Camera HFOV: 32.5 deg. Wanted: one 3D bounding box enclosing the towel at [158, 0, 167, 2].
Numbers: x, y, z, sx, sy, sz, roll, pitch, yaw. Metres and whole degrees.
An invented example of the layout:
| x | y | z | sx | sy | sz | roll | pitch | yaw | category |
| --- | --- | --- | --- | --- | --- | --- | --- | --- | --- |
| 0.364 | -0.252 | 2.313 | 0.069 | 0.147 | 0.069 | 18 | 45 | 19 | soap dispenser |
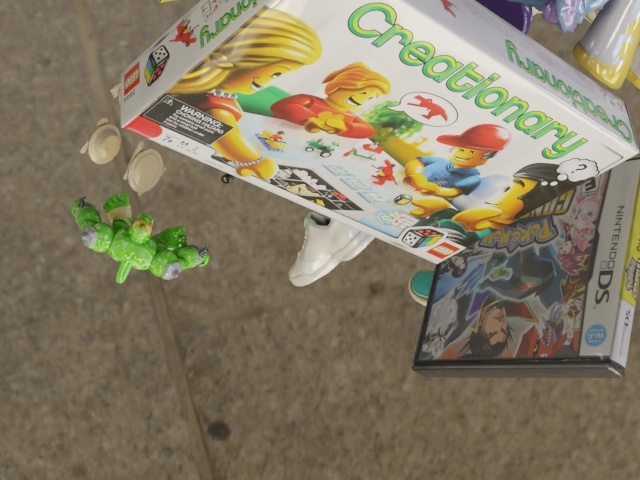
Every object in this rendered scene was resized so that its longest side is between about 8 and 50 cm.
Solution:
| x | y | z | sx | sy | sz | roll | pitch | yaw | category |
| --- | --- | --- | --- | --- | --- | --- | --- | --- | --- |
| -0.100 | -0.302 | 1.200 | 0.237 | 0.021 | 0.102 | -18 | 47 | -38 | towel |

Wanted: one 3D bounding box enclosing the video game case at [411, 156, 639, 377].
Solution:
| x | y | z | sx | sy | sz | roll | pitch | yaw | category |
| --- | --- | --- | --- | --- | --- | --- | --- | --- | --- |
| 0.241 | 0.036 | 1.263 | 0.035 | 0.275 | 0.248 | 31 | 64 | -37 | video game case |

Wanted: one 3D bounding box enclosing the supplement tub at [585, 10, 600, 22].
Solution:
| x | y | z | sx | sy | sz | roll | pitch | yaw | category |
| --- | --- | --- | --- | --- | --- | --- | --- | --- | --- |
| 0.481 | -0.367 | 1.620 | 0.144 | 0.144 | 0.199 | -13 | 28 | -16 | supplement tub |

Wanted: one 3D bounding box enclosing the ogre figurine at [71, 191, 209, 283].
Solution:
| x | y | z | sx | sy | sz | roll | pitch | yaw | category |
| --- | --- | --- | --- | --- | --- | --- | --- | --- | --- |
| -0.252 | 0.003 | 1.515 | 0.197 | 0.097 | 0.118 | 42 | 14 | -15 | ogre figurine |

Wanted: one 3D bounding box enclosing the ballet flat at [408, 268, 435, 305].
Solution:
| x | y | z | sx | sy | sz | roll | pitch | yaw | category |
| --- | --- | --- | --- | --- | --- | --- | --- | --- | --- |
| 0.269 | 0.107 | 1.850 | 0.248 | 0.086 | 0.086 | 18 | 53 | 20 | ballet flat |

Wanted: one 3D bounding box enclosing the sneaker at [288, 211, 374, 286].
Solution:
| x | y | z | sx | sy | sz | roll | pitch | yaw | category |
| --- | --- | --- | --- | --- | --- | --- | --- | --- | --- |
| 0.000 | 0.000 | 1.727 | 0.094 | 0.212 | 0.080 | 48 | 51 | -5 | sneaker |

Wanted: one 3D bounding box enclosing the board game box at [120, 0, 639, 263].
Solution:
| x | y | z | sx | sy | sz | roll | pitch | yaw | category |
| --- | --- | --- | --- | --- | --- | --- | --- | --- | --- |
| 0.046 | -0.086 | 0.741 | 0.305 | 0.193 | 0.053 | 22 | 49 | -38 | board game box |

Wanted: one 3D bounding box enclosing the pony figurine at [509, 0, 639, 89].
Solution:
| x | y | z | sx | sy | sz | roll | pitch | yaw | category |
| --- | --- | --- | --- | --- | --- | --- | --- | --- | --- |
| 0.276 | -0.280 | 0.733 | 0.351 | 0.363 | 0.303 | 24 | 27 | -33 | pony figurine |

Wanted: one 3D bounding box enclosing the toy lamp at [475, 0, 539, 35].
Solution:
| x | y | z | sx | sy | sz | roll | pitch | yaw | category |
| --- | --- | --- | --- | --- | --- | --- | --- | --- | --- |
| 0.277 | -0.275 | 1.181 | 0.275 | 0.080 | 0.080 | -28 | 61 | -34 | toy lamp |

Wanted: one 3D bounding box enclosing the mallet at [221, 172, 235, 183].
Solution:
| x | y | z | sx | sy | sz | roll | pitch | yaw | category |
| --- | --- | --- | --- | --- | --- | --- | --- | --- | --- |
| -0.095 | -0.140 | 1.697 | 0.062 | 0.039 | 0.189 | -11 | 26 | 24 | mallet |

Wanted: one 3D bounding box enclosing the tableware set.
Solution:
| x | y | z | sx | sy | sz | roll | pitch | yaw | category |
| --- | --- | --- | --- | --- | --- | --- | --- | --- | --- |
| -0.245 | -0.146 | 1.478 | 0.020 | 0.169 | 0.141 | 23 | 78 | 32 | tableware set |
